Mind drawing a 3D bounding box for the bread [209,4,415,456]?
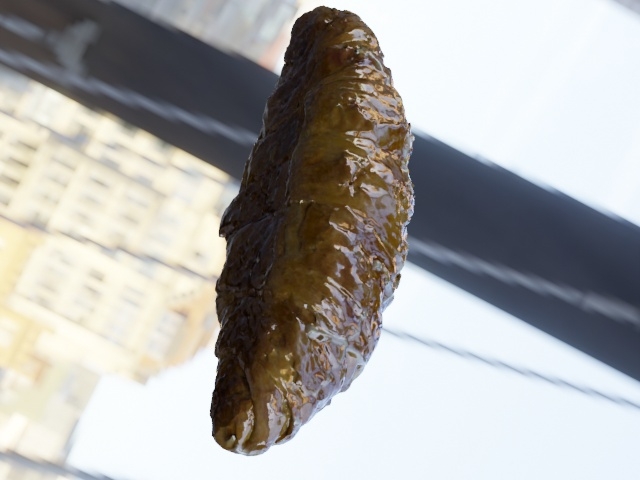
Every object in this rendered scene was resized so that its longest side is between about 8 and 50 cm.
[{"bbox_3d":[0.000,0.000,0.925,0.105,0.076,0.233,-33,-141,53],"label":"bread"}]
